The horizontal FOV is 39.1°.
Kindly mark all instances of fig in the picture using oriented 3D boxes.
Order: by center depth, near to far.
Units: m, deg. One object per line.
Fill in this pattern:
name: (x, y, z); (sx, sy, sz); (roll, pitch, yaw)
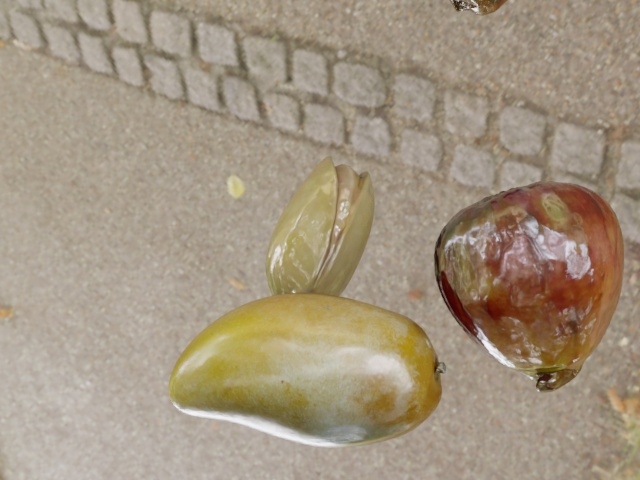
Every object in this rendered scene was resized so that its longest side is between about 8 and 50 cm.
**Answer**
fig: (0.251, 0.043, 1.085); (0.224, 0.224, 0.263); (16, 137, 35)

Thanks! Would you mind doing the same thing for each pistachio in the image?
pistachio: (0.000, 0.000, 1.576); (0.162, 0.293, 0.181); (29, 168, -10)

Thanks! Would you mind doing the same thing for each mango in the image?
mango: (-0.021, 0.180, 1.241); (0.384, 0.199, 0.221); (-5, 134, 9)

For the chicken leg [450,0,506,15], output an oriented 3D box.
chicken leg: (0.173, -0.373, 1.226); (0.093, 0.304, 0.113); (44, 121, 34)
